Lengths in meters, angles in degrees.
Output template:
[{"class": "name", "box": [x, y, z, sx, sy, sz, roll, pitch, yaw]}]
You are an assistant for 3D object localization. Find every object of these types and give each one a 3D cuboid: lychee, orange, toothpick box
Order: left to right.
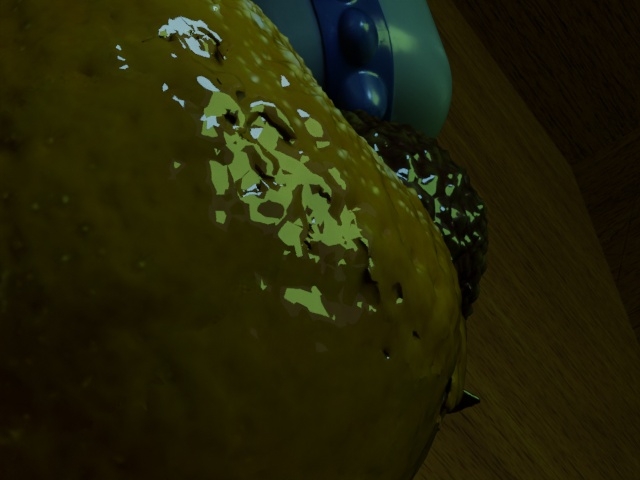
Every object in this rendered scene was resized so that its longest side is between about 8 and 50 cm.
[{"class": "orange", "box": [-0.099, 0.029, 0.764, 0.340, 0.293, 0.340, 50, 5, -6]}, {"class": "toothpick box", "box": [-0.002, -0.209, 1.534, 0.263, 0.263, 0.354, 39, 27, -50]}, {"class": "lychee", "box": [0.000, 0.000, 1.226, 0.271, 0.271, 0.271, 52, 18, -24]}]

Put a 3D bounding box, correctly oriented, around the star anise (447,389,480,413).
[{"class": "star anise", "box": [0.050, 0.150, 1.429, 0.140, 0.144, 0.158, -8, 49, -23]}]
